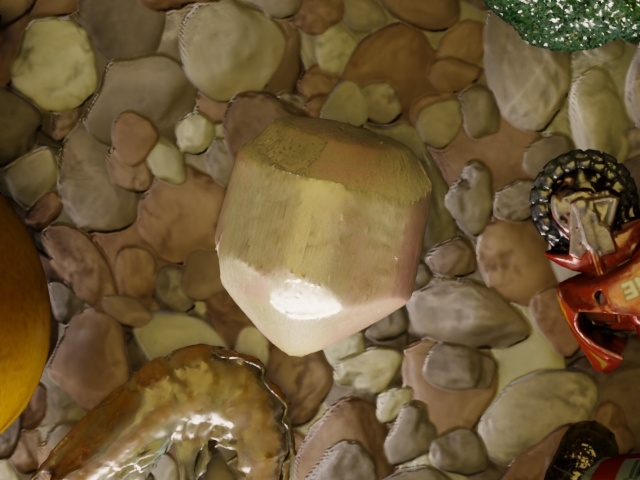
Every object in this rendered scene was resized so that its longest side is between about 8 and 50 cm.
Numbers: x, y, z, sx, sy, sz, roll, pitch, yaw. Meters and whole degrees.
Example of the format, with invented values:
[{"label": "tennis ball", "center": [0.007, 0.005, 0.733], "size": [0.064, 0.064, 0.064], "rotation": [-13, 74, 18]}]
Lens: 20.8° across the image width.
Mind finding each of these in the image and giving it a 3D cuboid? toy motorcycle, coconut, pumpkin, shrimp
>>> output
[{"label": "toy motorcycle", "center": [0.293, 0.037, 1.324], "size": [0.298, 0.089, 0.171], "rotation": [18, 96, 11]}, {"label": "coconut", "center": [0.000, 0.000, 1.349], "size": [0.171, 0.171, 0.183], "rotation": [16, 104, 11]}, {"label": "pumpkin", "center": [0.204, 0.182, 1.378], "size": [0.050, 0.028, 0.083], "rotation": [17, 91, 13]}, {"label": "shrimp", "center": [-0.126, 0.196, 1.440], "size": [0.173, 0.058, 0.253], "rotation": [42, 97, 0]}]

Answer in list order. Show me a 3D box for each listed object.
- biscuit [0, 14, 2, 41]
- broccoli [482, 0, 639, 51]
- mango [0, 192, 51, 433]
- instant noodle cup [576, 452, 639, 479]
[{"label": "biscuit", "center": [-0.397, -0.193, 1.442], "size": [0.299, 0.154, 0.045], "rotation": [19, 123, 24]}, {"label": "broccoli", "center": [0.199, -0.280, 1.282], "size": [0.254, 0.269, 0.269], "rotation": [27, 97, 5]}, {"label": "mango", "center": [-0.374, 0.015, 1.408], "size": [0.264, 0.221, 0.378], "rotation": [-35, 73, 14]}, {"label": "instant noodle cup", "center": [0.344, 0.260, 1.244], "size": [0.308, 0.294, 0.294], "rotation": [0, 91, 20]}]
